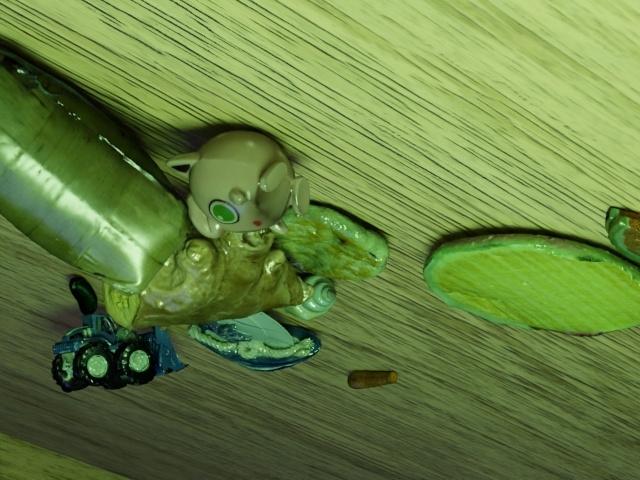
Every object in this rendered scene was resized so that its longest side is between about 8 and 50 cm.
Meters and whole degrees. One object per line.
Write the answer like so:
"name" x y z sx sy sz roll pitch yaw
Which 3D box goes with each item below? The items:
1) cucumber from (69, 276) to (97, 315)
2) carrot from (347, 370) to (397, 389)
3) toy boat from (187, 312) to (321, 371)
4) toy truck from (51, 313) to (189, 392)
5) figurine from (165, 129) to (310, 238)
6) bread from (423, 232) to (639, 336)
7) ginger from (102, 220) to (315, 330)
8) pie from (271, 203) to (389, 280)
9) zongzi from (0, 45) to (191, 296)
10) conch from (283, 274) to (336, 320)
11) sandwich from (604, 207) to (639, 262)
"cucumber" -0.383 0.091 2.334 0.036 0.033 0.184 -10 161 -5
"carrot" 0.086 0.232 2.404 0.093 0.032 0.032 -10 149 38
"toy boat" -0.140 0.125 2.224 0.210 0.070 0.291 -9 147 38
"toy truck" -0.335 0.183 2.384 0.208 0.126 0.113 2 169 -38
"figurine" -0.089 -0.061 1.600 0.138 0.125 0.125 2 157 29
"bread" 0.276 0.052 1.776 0.301 0.045 0.301 10 161 4
"ginger" -0.120 0.035 1.770 0.270 0.123 0.219 -7 156 -39
"pie" 0.000 0.000 1.821 0.186 0.041 0.187 14 159 6
"zongzi" -0.315 -0.111 1.658 0.323 0.160 0.360 45 -177 -18
"conch" -0.026 0.077 2.010 0.088 0.065 0.180 23 164 -26
"sandwich" 0.363 0.001 1.601 0.135 0.029 0.067 25 158 -28
